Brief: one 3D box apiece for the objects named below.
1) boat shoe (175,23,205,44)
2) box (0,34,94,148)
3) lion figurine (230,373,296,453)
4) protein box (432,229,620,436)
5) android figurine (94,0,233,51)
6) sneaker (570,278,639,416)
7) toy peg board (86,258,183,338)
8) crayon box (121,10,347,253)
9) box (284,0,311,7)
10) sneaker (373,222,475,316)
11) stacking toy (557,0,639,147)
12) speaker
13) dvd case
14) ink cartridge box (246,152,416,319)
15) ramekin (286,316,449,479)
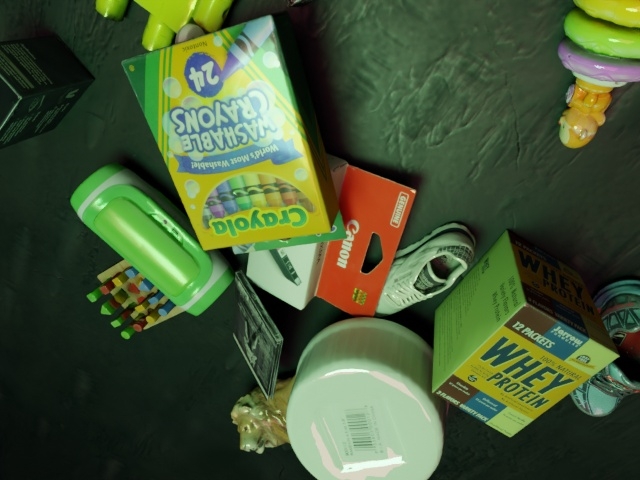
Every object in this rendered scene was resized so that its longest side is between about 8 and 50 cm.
[{"bbox_3d":[-0.200,-0.238,0.657,0.063,0.066,0.184,24,149,12],"label":"boat shoe"},{"bbox_3d":[-0.487,-0.237,0.701,0.156,0.158,0.093,-31,107,28],"label":"box"},{"bbox_3d":[-0.014,0.309,0.898,0.240,0.142,0.392,34,108,5],"label":"lion figurine"},{"bbox_3d":[0.283,0.133,0.652,0.135,0.200,0.201,30,122,-1],"label":"protein box"},{"bbox_3d":[-0.217,-0.406,0.588,0.248,0.056,0.273,38,123,-6],"label":"android figurine"},{"bbox_3d":[0.453,0.195,0.679,0.104,0.125,0.262,5,119,15],"label":"sneaker"},{"bbox_3d":[-0.394,0.125,0.923,0.160,0.079,0.161,-25,109,27],"label":"toy peg board"},{"bbox_3d":[-0.099,-0.110,0.594,0.203,0.083,0.323,-8,118,17],"label":"crayon box"},{"bbox_3d":[0.031,-0.468,0.466,0.295,0.073,0.293,-18,110,23],"label":"box"},{"bbox_3d":[0.151,0.066,0.717,0.090,0.095,0.235,38,125,-9],"label":"sneaker"},{"bbox_3d":[0.334,-0.237,0.478,0.165,0.175,0.302,9,134,6],"label":"stacking toy"},{"bbox_3d":[-0.300,0.000,0.798,0.296,0.131,0.131,45,121,-10],"label":"speaker"},{"bbox_3d":[-0.125,0.187,0.829,0.164,0.018,0.221,51,145,33],"label":"dvd case"},{"bbox_3d":[0.000,0.000,0.716,0.238,0.060,0.275,26,124,20],"label":"ink cartridge box"},{"bbox_3d":[0.076,0.282,0.722,0.277,0.135,0.277,3,105,12],"label":"ramekin"}]
